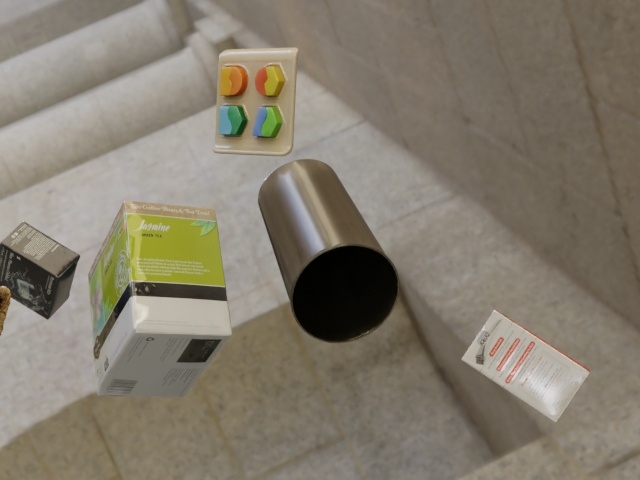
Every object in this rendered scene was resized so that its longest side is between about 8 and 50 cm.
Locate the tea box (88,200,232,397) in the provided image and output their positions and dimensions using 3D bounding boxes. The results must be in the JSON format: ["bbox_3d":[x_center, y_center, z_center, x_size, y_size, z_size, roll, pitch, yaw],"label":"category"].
[{"bbox_3d":[-0.366,0.136,2.376,0.329,0.220,0.323,128,140,-49],"label":"tea box"}]

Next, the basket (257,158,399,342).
[{"bbox_3d":[0.000,0.000,1.537,0.204,0.154,0.226,69,177,-48],"label":"basket"}]

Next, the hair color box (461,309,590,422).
[{"bbox_3d":[0.308,0.187,1.608,0.167,0.093,0.053,34,-175,12],"label":"hair color box"}]

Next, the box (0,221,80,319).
[{"bbox_3d":[-0.647,0.069,2.430,0.158,0.093,0.156,30,132,5],"label":"box"}]

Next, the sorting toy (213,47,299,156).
[{"bbox_3d":[-0.130,-0.268,2.056,0.038,0.193,0.208,5,-89,-54],"label":"sorting toy"}]

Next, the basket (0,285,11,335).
[{"bbox_3d":[-0.677,0.202,1.870,0.299,0.223,0.213,34,-141,-79],"label":"basket"}]
